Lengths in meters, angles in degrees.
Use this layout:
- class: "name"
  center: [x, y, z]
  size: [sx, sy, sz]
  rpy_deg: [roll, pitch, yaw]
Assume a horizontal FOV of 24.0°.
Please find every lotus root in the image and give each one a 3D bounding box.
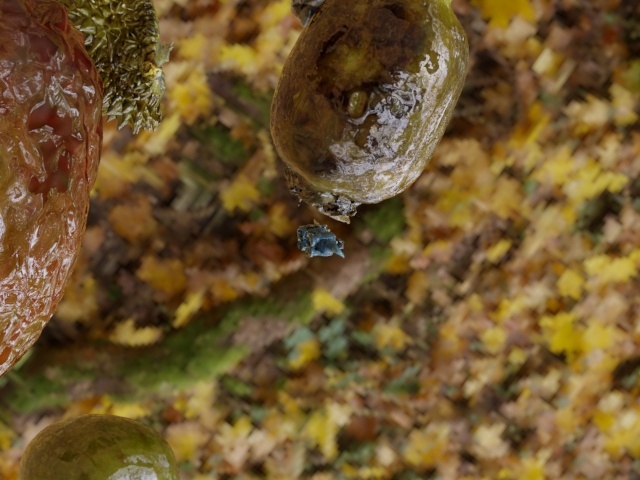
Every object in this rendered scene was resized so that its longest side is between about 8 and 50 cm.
- class: "lotus root"
  center: [0.048, -0.151, 1.452]
  size: [0.314, 0.169, 0.141]
  rpy_deg: [-64, 171, 22]

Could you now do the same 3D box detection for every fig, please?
- class: "fig"
  center: [-0.203, 0.216, 1.354]
  size: [0.142, 0.186, 0.148]
  rpy_deg: [-9, 115, -18]

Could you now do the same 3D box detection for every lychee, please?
- class: "lychee"
  center: [-0.251, -0.024, 0.810]
  size: [0.300, 0.255, 0.255]
  rpy_deg: [-29, 165, -7]

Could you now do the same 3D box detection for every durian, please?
- class: "durian"
  center: [-0.172, -0.152, 1.232]
  size: [0.102, 0.208, 0.146]
  rpy_deg: [-19, 117, -17]

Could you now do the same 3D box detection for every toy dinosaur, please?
- class: "toy dinosaur"
  center: [0.000, 0.000, 1.838]
  size: [0.047, 0.083, 0.030]
  rpy_deg: [-5, 113, -23]

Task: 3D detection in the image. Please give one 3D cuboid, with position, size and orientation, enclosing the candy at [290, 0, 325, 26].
- class: "candy"
  center: [-0.080, -0.298, 1.590]
  size: [0.094, 0.226, 0.051]
  rpy_deg: [-53, 161, -18]
